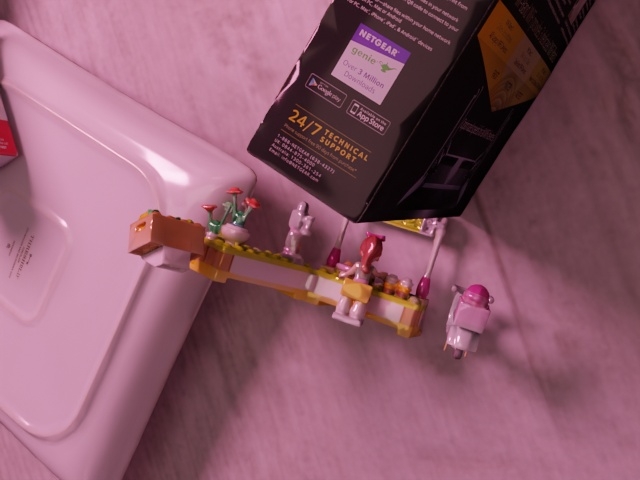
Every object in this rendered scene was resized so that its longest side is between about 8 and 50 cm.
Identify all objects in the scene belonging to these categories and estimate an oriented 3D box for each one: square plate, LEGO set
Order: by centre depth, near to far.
[{"bbox_3d":[0.000,0.000,0.760,0.287,0.132,0.107,18,92,-4],"label":"LEGO set"},{"bbox_3d":[-0.261,0.016,0.869,0.344,0.049,0.347,32,104,24],"label":"square plate"}]

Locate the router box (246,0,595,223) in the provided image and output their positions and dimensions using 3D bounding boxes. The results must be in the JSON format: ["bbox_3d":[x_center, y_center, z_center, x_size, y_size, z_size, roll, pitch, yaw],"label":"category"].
[{"bbox_3d":[0.097,-0.134,0.627,0.081,0.309,0.243,34,102,14],"label":"router box"}]

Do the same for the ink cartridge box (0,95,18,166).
[{"bbox_3d":[-0.341,-0.132,0.824,0.063,0.109,0.150,-27,76,29],"label":"ink cartridge box"}]
